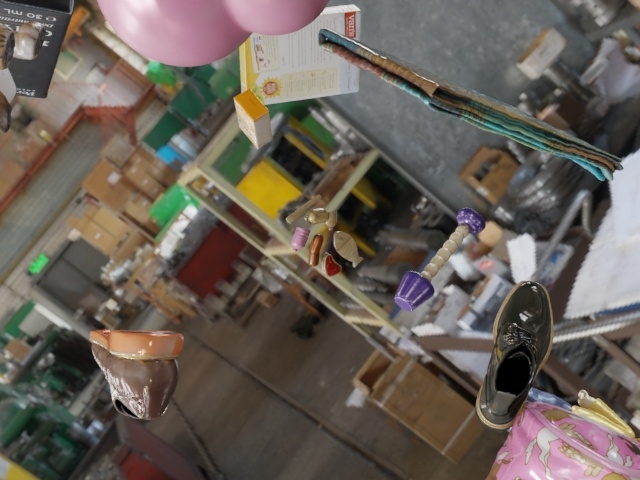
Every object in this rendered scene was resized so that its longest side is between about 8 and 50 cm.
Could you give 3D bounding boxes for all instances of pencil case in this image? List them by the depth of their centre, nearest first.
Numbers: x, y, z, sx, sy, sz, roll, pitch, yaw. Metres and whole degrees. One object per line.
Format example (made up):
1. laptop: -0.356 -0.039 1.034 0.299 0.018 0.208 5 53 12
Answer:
1. pencil case: 0.223 0.366 0.893 0.160 0.167 0.385 -85 17 -85

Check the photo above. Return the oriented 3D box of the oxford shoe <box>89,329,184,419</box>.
1. oxford shoe: -0.294 0.206 1.288 0.364 0.130 0.132 159 114 -73

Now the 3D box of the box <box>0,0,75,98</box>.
1. box: -0.708 -0.491 1.498 0.472 0.480 0.297 162 111 -66

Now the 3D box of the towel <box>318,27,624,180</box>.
1. towel: 0.200 -0.181 1.115 0.271 0.370 0.040 41 113 49

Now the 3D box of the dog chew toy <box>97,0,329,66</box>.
1. dog chew toy: -0.074 -0.308 0.895 0.332 0.206 0.206 -8 27 14

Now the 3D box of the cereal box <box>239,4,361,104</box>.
1. cereal box: -0.038 -0.363 1.627 0.047 0.240 0.172 -124 28 -51

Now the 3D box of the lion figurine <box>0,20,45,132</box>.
1. lion figurine: -0.318 -0.237 0.558 0.392 0.240 0.142 115 165 -47

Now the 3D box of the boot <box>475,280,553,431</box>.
1. boot: 0.243 0.120 0.986 0.137 0.077 0.197 81 -155 -64

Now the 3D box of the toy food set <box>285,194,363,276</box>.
1. toy food set: 0.000 0.000 1.099 0.078 0.122 0.019 -37 30 -13

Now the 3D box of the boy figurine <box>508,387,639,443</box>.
1. boy figurine: 0.417 0.317 1.292 0.177 0.285 0.092 -49 -26 -38

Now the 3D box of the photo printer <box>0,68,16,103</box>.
1. photo printer: -0.568 -0.197 1.083 0.107 0.256 0.307 11 57 41

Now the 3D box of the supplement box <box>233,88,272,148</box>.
1. supplement box: -0.120 -0.218 1.488 0.036 0.062 0.098 -35 -21 -13

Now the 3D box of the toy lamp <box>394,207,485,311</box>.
1. toy lamp: 0.259 0.043 1.819 0.274 0.080 0.080 -49 10 -25
